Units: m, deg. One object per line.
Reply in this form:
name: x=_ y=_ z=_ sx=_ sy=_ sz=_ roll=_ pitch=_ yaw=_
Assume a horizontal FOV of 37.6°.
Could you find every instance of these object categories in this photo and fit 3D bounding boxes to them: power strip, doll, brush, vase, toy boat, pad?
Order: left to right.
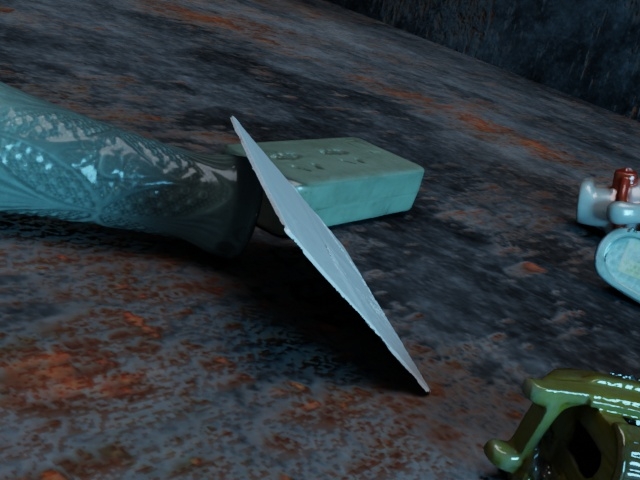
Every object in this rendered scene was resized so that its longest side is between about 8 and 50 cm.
vase: x=-0.151 y=-0.045 z=0.640 sx=0.219 sy=0.096 sz=0.096 roll=14 pitch=18 yaw=-23
pad: x=0.000 y=0.000 z=0.640 sx=0.156 sy=0.004 sz=0.232 roll=50 pitch=5 yaw=-26
power strip: x=0.018 y=-0.057 z=0.892 sx=0.093 sy=0.053 sz=0.288 roll=27 pitch=21 yaw=26
toy boat: x=0.199 y=0.124 z=0.522 sx=0.226 sy=0.068 sz=0.088 roll=15 pitch=23 yaw=-19
doll: x=0.446 y=-0.026 z=1.081 sx=0.290 sy=0.130 sz=0.161 roll=8 pitch=9 yaw=18
brush: x=0.397 y=0.073 z=0.880 sx=0.297 sy=0.068 sz=0.060 roll=28 pitch=-2 yaw=16
